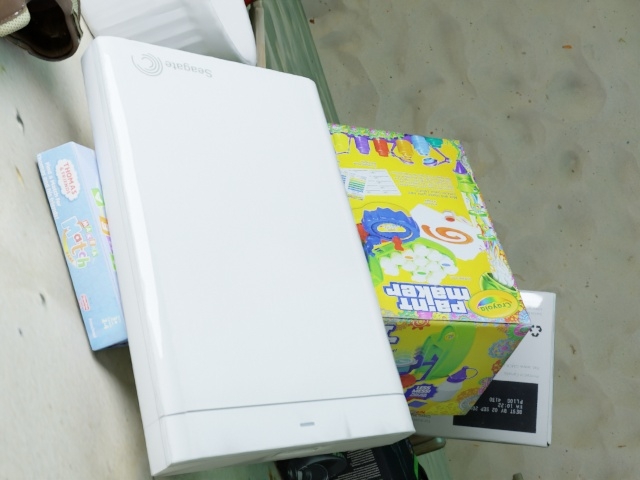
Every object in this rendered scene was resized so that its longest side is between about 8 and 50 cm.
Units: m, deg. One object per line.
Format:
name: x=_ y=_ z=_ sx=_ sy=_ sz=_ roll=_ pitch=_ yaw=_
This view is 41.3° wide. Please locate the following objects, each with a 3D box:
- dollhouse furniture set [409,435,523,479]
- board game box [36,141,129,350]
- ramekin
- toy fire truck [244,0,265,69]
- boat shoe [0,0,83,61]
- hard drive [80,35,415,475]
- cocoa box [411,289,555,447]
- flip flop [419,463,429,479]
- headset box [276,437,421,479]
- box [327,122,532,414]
dollhouse furniture set: x=0.271 y=0.543 z=1.569 sx=0.394 sy=0.256 sz=0.362 roll=51 pitch=21 yaw=-66
board game box: x=-0.162 y=0.011 z=0.748 sx=0.211 sy=0.039 sz=0.160 roll=17 pitch=55 yaw=-78
ramekin: x=-0.186 y=-0.304 z=0.968 sx=0.277 sy=0.135 sz=0.277 roll=-19 pitch=90 yaw=-82
toy fire truck: x=-0.125 y=-0.357 z=1.221 sx=0.246 sy=0.158 sz=0.217 roll=41 pitch=14 yaw=-22
boat shoe: x=-0.230 y=-0.191 z=0.597 sx=0.257 sy=0.095 sz=0.095 roll=17 pitch=60 yaw=-80
hard drive: x=-0.061 y=0.003 z=0.711 sx=0.233 sy=0.047 sz=0.353 roll=4 pitch=61 yaw=-39
cocoa box: x=0.188 y=0.192 z=1.351 sx=0.228 sy=0.347 sz=0.232 roll=39 pitch=55 yaw=-75
flip flop: x=0.146 y=0.384 z=1.299 sx=0.080 sy=0.277 sz=0.112 roll=-64 pitch=170 yaw=4
headset box: x=0.036 y=0.269 z=1.115 sx=0.246 sy=0.131 sz=0.283 roll=-64 pitch=135 yaw=-77
box: x=0.030 y=0.027 z=0.936 sx=0.177 sy=0.289 sz=0.279 roll=113 pitch=-25 yaw=-43
